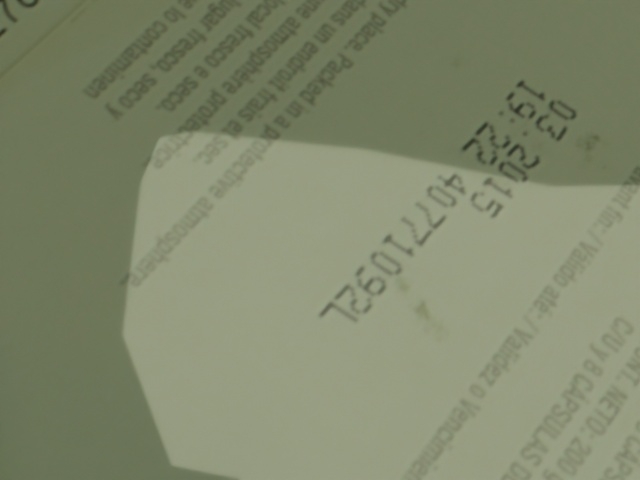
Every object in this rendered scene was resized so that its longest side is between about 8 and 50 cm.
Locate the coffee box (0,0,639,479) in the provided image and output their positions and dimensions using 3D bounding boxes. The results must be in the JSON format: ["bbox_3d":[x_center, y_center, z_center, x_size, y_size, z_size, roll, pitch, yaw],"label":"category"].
[{"bbox_3d":[-0.047,0.017,0.540,0.338,0.334,0.337,37,61,9],"label":"coffee box"}]
